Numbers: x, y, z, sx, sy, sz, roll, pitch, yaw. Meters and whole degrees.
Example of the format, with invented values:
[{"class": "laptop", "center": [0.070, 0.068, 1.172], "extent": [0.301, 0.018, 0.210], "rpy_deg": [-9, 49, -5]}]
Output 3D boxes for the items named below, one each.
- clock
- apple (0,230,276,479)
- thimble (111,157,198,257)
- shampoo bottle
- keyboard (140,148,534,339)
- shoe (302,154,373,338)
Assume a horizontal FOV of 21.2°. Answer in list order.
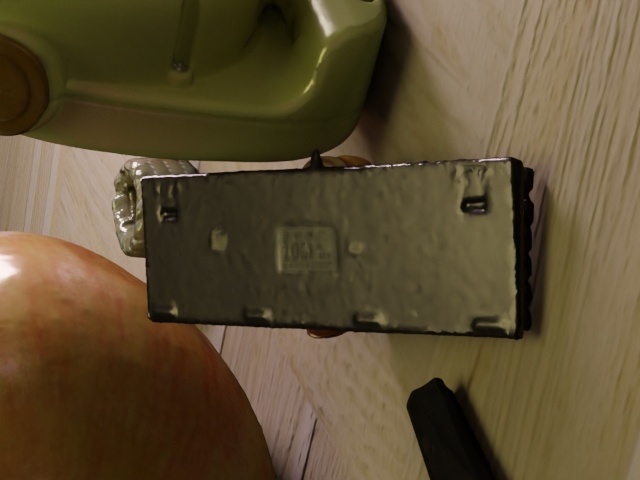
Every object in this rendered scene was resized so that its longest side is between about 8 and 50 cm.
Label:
[{"class": "clock", "center": [-0.149, -0.174, 1.094], "extent": [0.286, 0.348, 0.117], "rpy_deg": [-113, 33, -48]}, {"class": "apple", "center": [-0.222, 0.191, 1.209], "extent": [0.346, 0.391, 0.391], "rpy_deg": [-138, 54, -66]}, {"class": "thimble", "center": [-0.138, -0.030, 1.455], "extent": [0.110, 0.062, 0.084], "rpy_deg": [-118, 37, -53]}, {"class": "shampoo bottle", "center": [0.077, 0.132, 0.908], "extent": [0.137, 0.027, 0.048], "rpy_deg": [-110, 28, -45]}, {"class": "keyboard", "center": [0.000, 0.000, 0.980], "extent": [0.317, 0.027, 0.106], "rpy_deg": [1, 93, 48]}, {"class": "shoe", "center": [0.018, 0.003, 1.032], "extent": [0.072, 0.069, 0.109], "rpy_deg": [-8, 88, 45]}]
